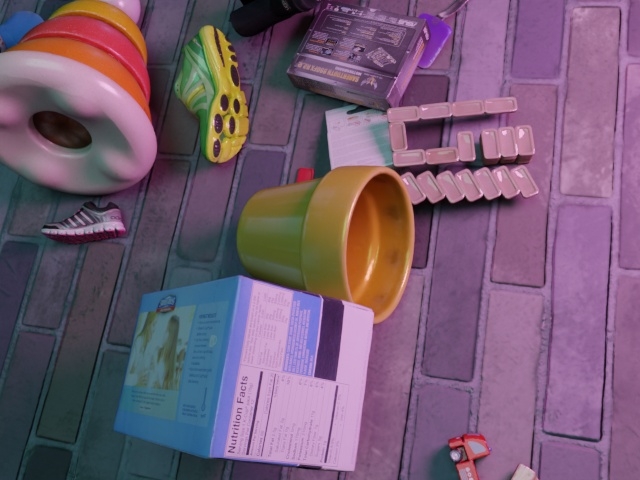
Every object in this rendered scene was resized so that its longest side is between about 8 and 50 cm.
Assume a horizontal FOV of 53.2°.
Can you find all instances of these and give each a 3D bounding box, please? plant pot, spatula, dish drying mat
[{"bbox_3d":[0.000,0.000,1.072,0.238,0.254,0.254,5,73,31],"label":"plant pot"},{"bbox_3d":[0.271,-0.470,1.260,0.084,0.030,0.296,39,85,24],"label":"spatula"},{"bbox_3d":[-0.033,-0.100,1.227,0.032,0.008,0.083,4,74,16],"label":"dish drying mat"}]

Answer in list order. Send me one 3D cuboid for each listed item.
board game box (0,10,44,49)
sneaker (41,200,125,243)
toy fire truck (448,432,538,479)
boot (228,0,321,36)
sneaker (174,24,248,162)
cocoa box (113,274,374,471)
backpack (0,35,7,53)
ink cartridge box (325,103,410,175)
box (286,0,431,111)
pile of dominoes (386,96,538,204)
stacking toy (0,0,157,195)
[{"bbox_3d":[-0.705,-0.454,1.491,0.168,0.033,0.133,-44,70,-2],"label":"board game box"},{"bbox_3d":[-0.477,-0.040,1.288,0.170,0.063,0.075,-7,71,6],"label":"sneaker"},{"bbox_3d":[0.284,0.382,0.973,0.135,0.047,0.192,-18,68,7],"label":"toy fire truck"},{"bbox_3d":[-0.058,-0.516,1.302,0.207,0.094,0.247,-3,41,42],"label":"boot"},{"bbox_3d":[-0.224,-0.286,1.297,0.123,0.109,0.296,-19,69,32],"label":"sneaker"},{"bbox_3d":[-0.126,0.197,0.948,0.347,0.227,0.232,-13,64,53],"label":"cocoa box"},{"bbox_3d":[-0.797,-0.348,1.371,0.276,0.213,0.264,-6,82,11],"label":"backpack"},{"bbox_3d":[0.086,-0.189,1.220,0.145,0.045,0.179,-12,52,10],"label":"ink cartridge box"},{"bbox_3d":[0.074,-0.364,1.250,0.230,0.056,0.183,20,79,25],"label":"box"},{"bbox_3d":[0.251,-0.153,1.142,0.251,0.040,0.196,-4,72,5],"label":"pile of dominoes"},{"bbox_3d":[-0.467,-0.363,1.311,0.350,0.351,0.480,-4,53,13],"label":"stacking toy"}]
